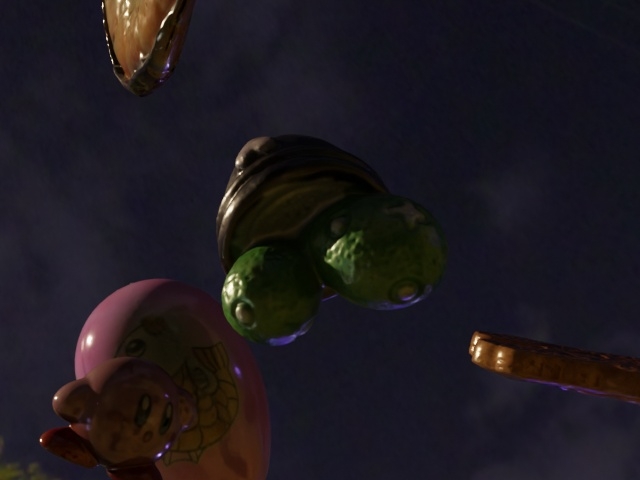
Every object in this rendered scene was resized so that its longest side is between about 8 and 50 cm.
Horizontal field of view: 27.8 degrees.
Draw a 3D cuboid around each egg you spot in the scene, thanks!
[{"bbox_3d":[-0.153,0.171,1.407,0.196,0.196,0.271,-37,-91,8],"label":"egg"}]

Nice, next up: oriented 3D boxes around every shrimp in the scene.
[{"bbox_3d":[-0.104,-0.248,0.862,0.054,0.290,0.222,6,-19,-19],"label":"shrimp"}]

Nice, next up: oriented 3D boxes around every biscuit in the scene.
[{"bbox_3d":[0.330,0.154,1.448,0.334,0.202,0.047,9,-88,1],"label":"biscuit"}]

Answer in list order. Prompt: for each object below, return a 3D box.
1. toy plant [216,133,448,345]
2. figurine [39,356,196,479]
[{"bbox_3d":[0.000,0.000,1.245,0.218,0.235,0.175,-27,-50,4],"label":"toy plant"},{"bbox_3d":[-0.119,0.104,0.771,0.083,0.067,0.071,25,-91,-20],"label":"figurine"}]
